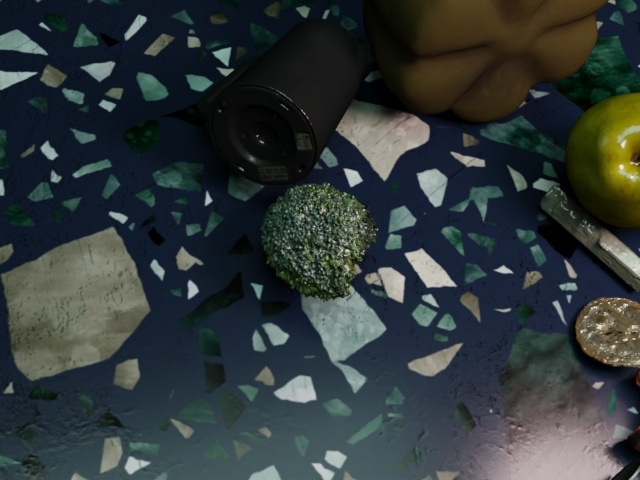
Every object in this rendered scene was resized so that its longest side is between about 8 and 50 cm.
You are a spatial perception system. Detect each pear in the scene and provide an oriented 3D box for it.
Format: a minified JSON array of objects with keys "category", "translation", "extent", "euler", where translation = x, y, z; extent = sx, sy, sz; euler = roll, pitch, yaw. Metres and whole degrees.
[{"category":"pear","translation":[0.572,-0.145,1.509],"extent":[0.252,0.307,0.253],"euler":[0,91,10]}]

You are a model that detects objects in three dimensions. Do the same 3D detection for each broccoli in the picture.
[{"category":"broccoli","translation":[0.000,-0.001,1.407],"extent":[0.198,0.176,0.226],"euler":[-33,79,-5]}]

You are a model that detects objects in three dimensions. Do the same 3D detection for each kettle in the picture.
[{"category":"kettle","translation":[-0.067,-0.253,1.522],"extent":[0.203,0.262,0.308],"euler":[50,41,-17]}]

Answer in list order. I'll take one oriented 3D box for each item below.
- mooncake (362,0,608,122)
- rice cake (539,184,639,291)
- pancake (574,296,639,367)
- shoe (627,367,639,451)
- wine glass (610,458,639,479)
[{"category":"mooncake","translation":[0.311,-0.443,1.538],"extent":[0.467,0.467,0.262],"euler":[-13,59,-15]},{"category":"rice cake","translation":[0.519,-0.005,1.550],"extent":[0.052,0.057,0.256],"euler":[-38,72,-26]},{"category":"pancake","translation":[0.527,0.162,1.460],"extent":[0.158,0.028,0.158],"euler":[-3,45,3]},{"category":"shoe","translation":[0.593,0.338,1.336],"extent":[0.171,0.132,0.336],"euler":[-3,60,-4]},{"category":"wine glass","translation":[0.545,0.458,1.271],"extent":[0.103,0.103,0.231],"euler":[-36,75,-24]}]
